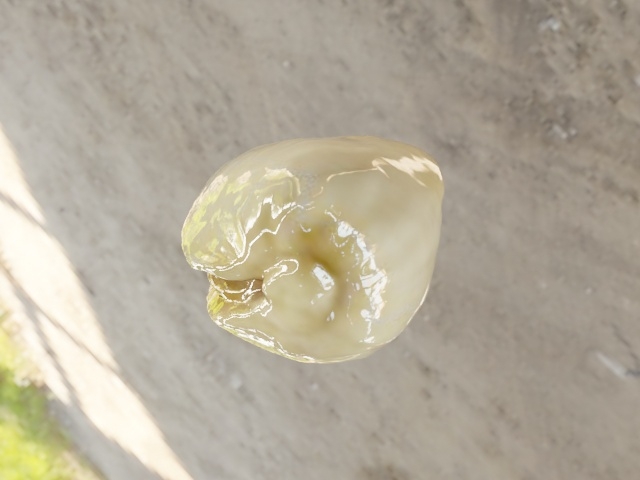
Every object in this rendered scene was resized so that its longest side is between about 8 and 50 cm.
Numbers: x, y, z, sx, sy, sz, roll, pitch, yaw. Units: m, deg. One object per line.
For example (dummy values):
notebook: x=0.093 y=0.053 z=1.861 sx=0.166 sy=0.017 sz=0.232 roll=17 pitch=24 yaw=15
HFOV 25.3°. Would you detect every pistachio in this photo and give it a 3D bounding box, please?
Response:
pistachio: x=0.000 y=0.000 z=0.779 sx=0.200 sy=0.145 sz=0.117 roll=-155 pitch=42 yaw=-76
